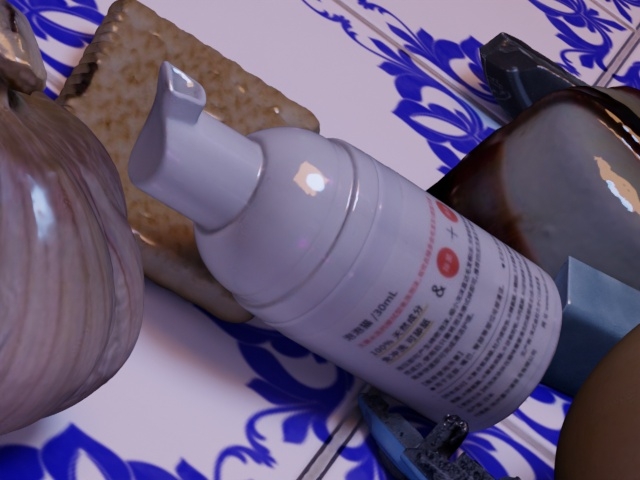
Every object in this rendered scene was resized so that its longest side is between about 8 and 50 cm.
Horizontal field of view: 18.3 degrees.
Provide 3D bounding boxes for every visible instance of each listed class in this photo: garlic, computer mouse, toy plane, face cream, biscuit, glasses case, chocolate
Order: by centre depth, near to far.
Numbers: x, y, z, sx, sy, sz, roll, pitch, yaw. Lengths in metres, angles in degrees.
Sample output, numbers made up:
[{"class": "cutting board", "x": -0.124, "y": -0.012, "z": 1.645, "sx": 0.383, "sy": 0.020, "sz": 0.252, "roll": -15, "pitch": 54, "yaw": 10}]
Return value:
[{"class": "garlic", "x": -0.247, "y": -0.009, "z": 1.192, "sx": 0.322, "sy": 0.241, "sz": 0.322, "roll": 17, "pitch": 54, "yaw": -25}, {"class": "toy plane", "x": 0.107, "y": 0.181, "z": 1.411, "sx": 0.246, "sy": 0.078, "sz": 0.169, "roll": 53, "pitch": 6, "yaw": 37}, {"class": "face cream", "x": 0.000, "y": 0.000, "z": 1.433, "sx": 0.369, "sy": 0.145, "sz": 0.145, "roll": 32, "pitch": 26, "yaw": -29}, {"class": "biscuit", "x": -0.116, "y": -0.069, "z": 1.582, "sx": 0.217, "sy": 0.044, "sz": 0.325, "roll": 33, "pitch": 31, "yaw": -11}, {"class": "glasses case", "x": 0.298, "y": 0.120, "z": 1.678, "sx": 0.266, "sy": 0.105, "sz": 0.056, "roll": 26, "pitch": 17, "yaw": -16}, {"class": "chocolate", "x": 0.255, "y": -0.029, "z": 1.777, "sx": 0.283, "sy": 0.186, "sz": 0.284, "roll": 26, "pitch": 29, "yaw": -16}, {"class": "computer mouse", "x": 0.247, "y": -0.139, "z": 2.064, "sx": 0.231, "sy": 0.071, "sz": 0.126, "roll": 26, "pitch": 14, "yaw": -37}]

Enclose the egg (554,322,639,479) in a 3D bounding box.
[{"class": "egg", "x": 0.339, "y": 0.165, "z": 1.400, "sx": 0.301, "sy": 0.373, "sz": 0.301, "roll": 6, "pitch": 83, "yaw": -54}]
